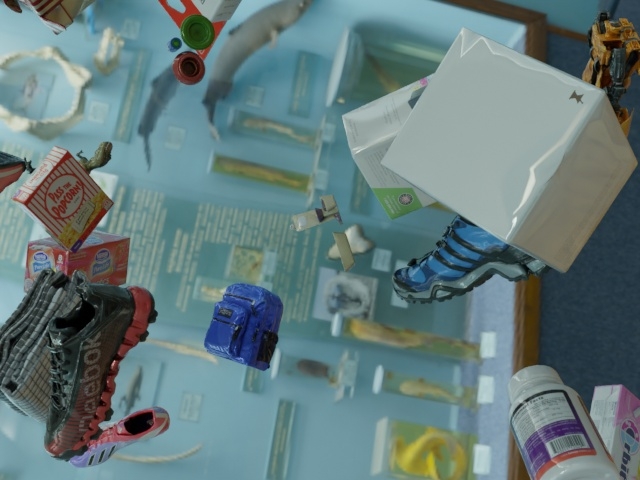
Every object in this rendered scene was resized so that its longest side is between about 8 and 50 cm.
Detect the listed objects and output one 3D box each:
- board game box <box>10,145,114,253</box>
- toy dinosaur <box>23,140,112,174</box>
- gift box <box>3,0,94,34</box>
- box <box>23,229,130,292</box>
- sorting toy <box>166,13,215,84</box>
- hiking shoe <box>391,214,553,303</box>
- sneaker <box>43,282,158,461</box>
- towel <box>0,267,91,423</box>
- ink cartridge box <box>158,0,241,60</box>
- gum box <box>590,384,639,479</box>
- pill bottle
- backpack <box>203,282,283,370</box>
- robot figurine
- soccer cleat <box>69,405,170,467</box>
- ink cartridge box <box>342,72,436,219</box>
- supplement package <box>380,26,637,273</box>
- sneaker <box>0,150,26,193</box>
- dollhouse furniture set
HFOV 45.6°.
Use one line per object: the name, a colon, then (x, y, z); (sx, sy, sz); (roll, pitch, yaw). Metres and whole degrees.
board game box: (-0.545, -0.084, 1.623); (0.146, 0.045, 0.193); (-58, -32, -20)
toy dinosaur: (-0.601, -0.159, 1.736); (0.118, 0.268, 0.064); (28, -136, -63)
gift box: (-0.539, -0.571, 1.474); (0.258, 0.276, 0.255); (-41, -15, -6)
box: (-0.585, 0.057, 1.846); (0.257, 0.123, 0.128); (-21, -59, -70)
sorting toy: (-0.193, -0.277, 1.107); (0.042, 0.061, 0.102); (9, 86, 65)
hiking shoe: (0.232, 0.008, 1.201); (0.304, 0.132, 0.113); (-20, 9, 38)
sneaker: (-0.349, 0.181, 1.096); (0.098, 0.135, 0.276); (20, 85, 48)
towel: (-0.566, 0.213, 1.568); (0.235, 0.121, 0.283); (88, -158, -62)
ink cartridge box: (-0.259, -0.505, 1.393); (0.060, 0.275, 0.239); (-27, -13, -46)
gum box: (0.571, 0.378, 1.465); (0.062, 0.107, 0.188); (-19, 41, 50)
pill bottle: (0.321, 0.265, 1.041); (0.193, 0.108, 0.108); (-99, 22, -56)
backpack: (-0.113, 0.124, 1.145); (0.101, 0.098, 0.120); (37, -111, -59)
robot figurine: (0.553, -0.291, 1.458); (0.291, 0.085, 0.211); (82, -173, -45)
soccer cleat: (-0.455, 0.432, 1.692); (0.095, 0.248, 0.083); (68, 180, -66)
ink cartridge box: (0.244, -0.200, 1.392); (0.207, 0.353, 0.119); (54, -160, -46)
supplement package: (0.234, -0.092, 0.896); (0.177, 0.175, 0.293); (-58, -28, 7)
sneaker: (-0.650, -0.079, 1.365); (0.314, 0.116, 0.136); (-59, -12, -65)
dollhouse furniture set: (0.000, 0.000, 1.169); (0.091, 0.081, 0.114); (57, -165, -80)
